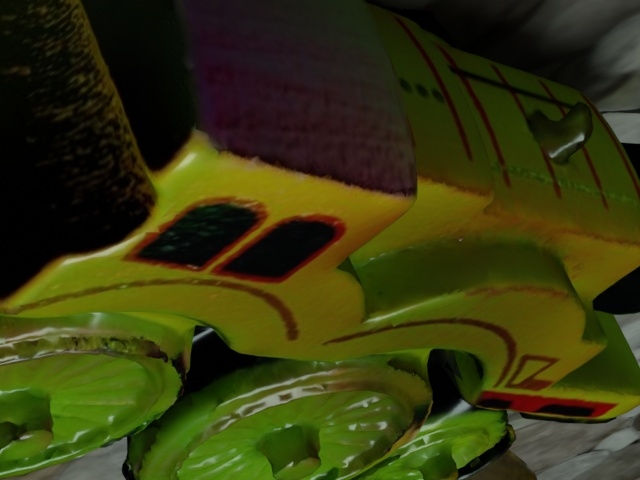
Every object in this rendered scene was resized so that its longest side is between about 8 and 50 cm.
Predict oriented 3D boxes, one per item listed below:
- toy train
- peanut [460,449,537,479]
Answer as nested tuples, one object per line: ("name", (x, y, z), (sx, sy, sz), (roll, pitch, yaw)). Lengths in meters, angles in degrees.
("toy train", (0.000, 0.000, 0.454), (0.160, 0.100, 0.296), (-36, 153, 28))
("peanut", (0.011, 0.157, 0.838), (0.207, 0.087, 0.087), (-29, 156, 14))
